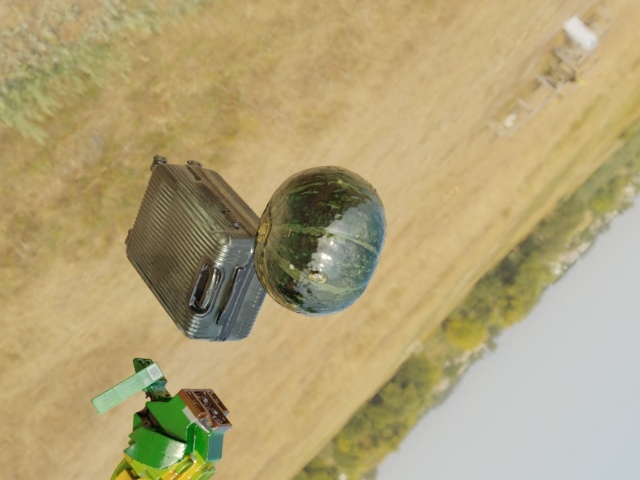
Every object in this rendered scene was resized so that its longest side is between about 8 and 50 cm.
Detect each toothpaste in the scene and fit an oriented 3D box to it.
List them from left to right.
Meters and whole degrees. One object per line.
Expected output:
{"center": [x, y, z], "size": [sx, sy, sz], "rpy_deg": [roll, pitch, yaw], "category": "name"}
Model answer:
{"center": [-0.217, 0.165, 1.030], "size": [0.083, 0.020, 0.017], "rpy_deg": [-30, 180, -20], "category": "toothpaste"}

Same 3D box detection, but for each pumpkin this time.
{"center": [0.000, 0.000, 1.069], "size": [0.146, 0.190, 0.190], "rpy_deg": [16, 127, -31], "category": "pumpkin"}

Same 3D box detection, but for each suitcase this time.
{"center": [-0.193, 0.008, 1.458], "size": [0.128, 0.312, 0.202], "rpy_deg": [7, 116, -38], "category": "suitcase"}

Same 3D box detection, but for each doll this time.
{"center": [-0.184, 0.246, 1.066], "size": [0.106, 0.134, 0.186], "rpy_deg": [24, 84, -70], "category": "doll"}
